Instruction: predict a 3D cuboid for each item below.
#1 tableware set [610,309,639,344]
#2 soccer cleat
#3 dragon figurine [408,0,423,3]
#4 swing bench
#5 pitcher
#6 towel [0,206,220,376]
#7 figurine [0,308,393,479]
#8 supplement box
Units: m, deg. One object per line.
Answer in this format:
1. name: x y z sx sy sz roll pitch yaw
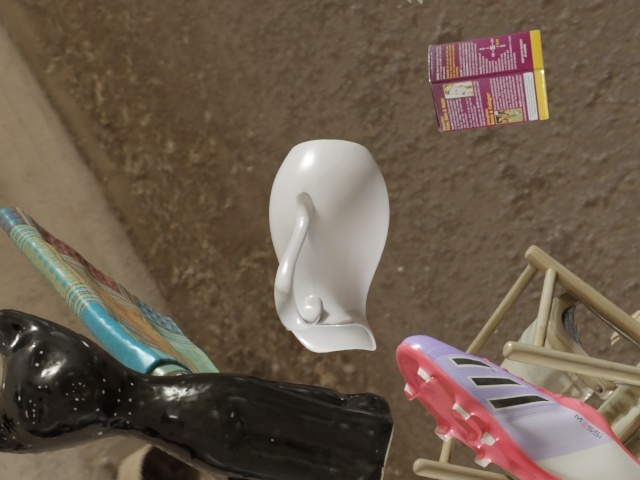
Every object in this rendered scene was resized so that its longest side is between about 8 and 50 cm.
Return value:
1. tableware set: 0.462 0.085 1.442 0.020 0.168 0.141 47 179 10
2. soccer cleat: 0.174 0.152 0.877 0.248 0.095 0.083 38 155 10
3. dragon figurine: 0.061 -0.241 0.612 0.085 0.144 0.289 32 169 32
4. swing bench: 0.274 0.186 1.147 0.254 0.165 0.253 26 133 -1
5. pitcher: 0.000 0.000 1.071 0.125 0.178 0.207 -4 75 19
6. towel: -0.157 0.104 1.034 0.370 0.040 0.271 36 173 47
7. figurine: -0.091 0.156 0.525 0.209 0.215 0.092 17 162 -10
8. supplement box: 0.125 -0.117 0.784 0.083 0.043 0.055 -6 142 12
